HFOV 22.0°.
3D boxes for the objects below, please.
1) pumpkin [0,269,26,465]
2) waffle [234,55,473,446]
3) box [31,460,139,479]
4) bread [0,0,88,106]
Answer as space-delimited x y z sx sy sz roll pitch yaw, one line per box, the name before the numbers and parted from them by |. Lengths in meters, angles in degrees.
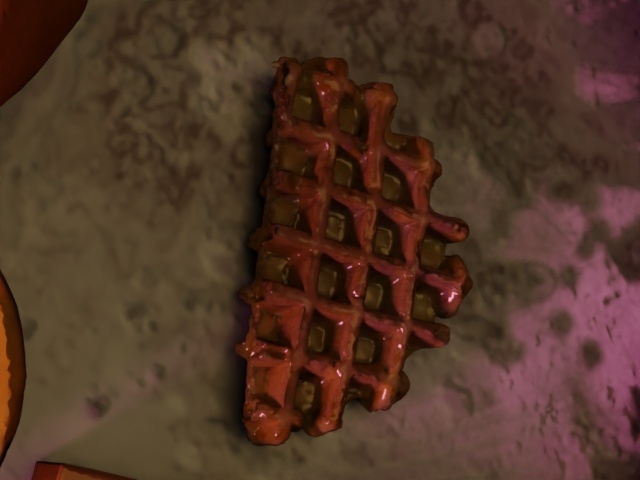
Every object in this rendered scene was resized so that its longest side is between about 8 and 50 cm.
pumpkin | -0.290 0.067 0.684 0.317 0.139 0.222 -29 98 -22
waffle | 0.000 0.000 0.862 0.160 0.046 0.192 -25 93 -23
box | -0.041 0.209 0.810 0.237 0.070 0.152 17 78 -21
bread | -0.218 -0.188 0.696 0.279 0.225 0.250 33 74 -21
